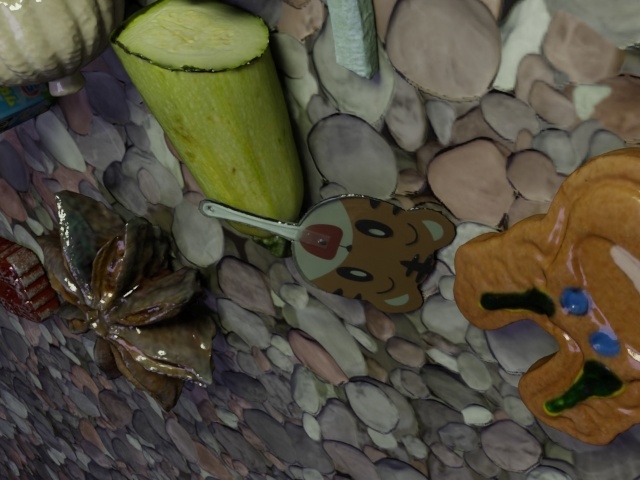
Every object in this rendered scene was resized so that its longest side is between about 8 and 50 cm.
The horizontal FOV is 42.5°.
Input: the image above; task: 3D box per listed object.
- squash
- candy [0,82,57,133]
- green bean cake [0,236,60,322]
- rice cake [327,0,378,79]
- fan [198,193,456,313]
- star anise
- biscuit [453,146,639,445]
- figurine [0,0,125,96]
[{"bbox_3d":[-0.066,-0.082,0.750,0.137,0.137,0.287,5,130,44],"label":"squash"},{"bbox_3d":[-0.414,-0.167,0.961,0.097,0.194,0.062,53,142,-2],"label":"candy"},{"bbox_3d":[-0.508,0.068,1.375,0.135,0.056,0.135,12,129,38],"label":"green bean cake"},{"bbox_3d":[0.018,-0.203,0.625,0.033,0.029,0.170,11,130,32],"label":"rice cake"},{"bbox_3d":[0.000,0.000,0.745,0.227,0.008,0.152,16,139,-4],"label":"fan"},{"bbox_3d":[-0.251,0.077,1.073,0.332,0.117,0.331,19,125,30],"label":"star anise"},{"bbox_3d":[0.227,0.039,0.581,0.202,0.047,0.334,58,143,4],"label":"biscuit"},{"bbox_3d":[-0.269,-0.295,0.737,0.204,0.185,0.332,20,122,1],"label":"figurine"}]
